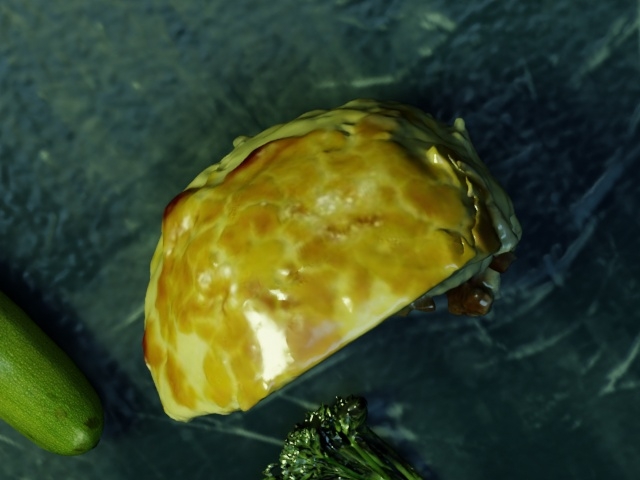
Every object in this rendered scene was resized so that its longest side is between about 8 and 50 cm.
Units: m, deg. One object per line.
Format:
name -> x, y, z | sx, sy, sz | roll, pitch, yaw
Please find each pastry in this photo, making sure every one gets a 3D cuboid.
pastry -> -0.007, 0.003, 1.011 | 0.256, 0.237, 0.170 | -24, 85, 5

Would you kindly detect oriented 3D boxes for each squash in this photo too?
squash -> -0.237, 0.059, 1.079 | 0.066, 0.066, 0.252 | -41, 111, 9

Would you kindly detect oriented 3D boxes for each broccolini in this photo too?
broccolini -> 0.046, 0.236, 1.201 | 0.123, 0.062, 0.271 | -28, 116, 15
